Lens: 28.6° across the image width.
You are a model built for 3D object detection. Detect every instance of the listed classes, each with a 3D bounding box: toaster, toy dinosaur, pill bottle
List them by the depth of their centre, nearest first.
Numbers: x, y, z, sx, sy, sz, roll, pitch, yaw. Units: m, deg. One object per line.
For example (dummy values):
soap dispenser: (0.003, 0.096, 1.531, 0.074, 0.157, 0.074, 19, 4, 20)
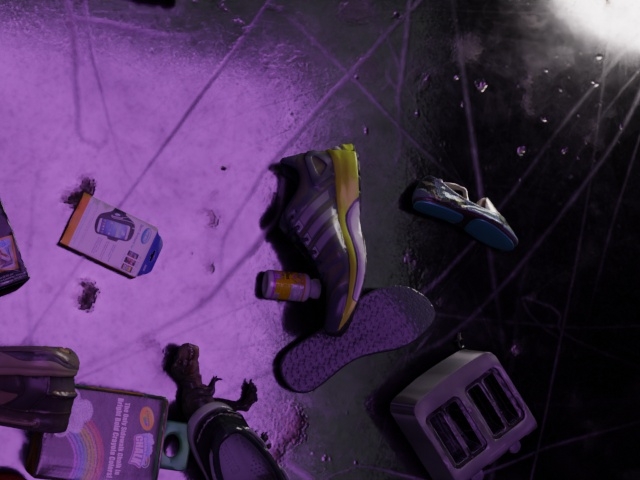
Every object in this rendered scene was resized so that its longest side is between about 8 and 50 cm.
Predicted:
toy dinosaur: (-0.140, 0.269, 1.820, 0.118, 0.064, 0.268, -13, 94, -15)
pill bottle: (-0.043, 0.068, 1.871, 0.083, 0.043, 0.043, 7, 84, -18)
toaster: (0.213, 0.262, 1.902, 0.168, 0.110, 0.186, -33, 96, -18)

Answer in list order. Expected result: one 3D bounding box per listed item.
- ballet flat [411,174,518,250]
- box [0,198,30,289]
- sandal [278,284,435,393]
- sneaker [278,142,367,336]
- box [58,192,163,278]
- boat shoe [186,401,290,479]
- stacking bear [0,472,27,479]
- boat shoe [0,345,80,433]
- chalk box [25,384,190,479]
ballet flat: (0.232, -0.049, 1.961, 0.188, 0.070, 0.070, 26, 78, -17)
box: (-0.485, 0.020, 1.628, 0.163, 0.247, 0.142, -21, 90, -18)
sandal: (0.050, 0.143, 1.897, 0.254, 0.054, 0.097, -25, 86, -8)
sneaker: (0.000, 0.000, 1.852, 0.121, 0.111, 0.300, -1, 67, -6)
box: (-0.297, -0.003, 1.806, 0.136, 0.028, 0.081, 27, 78, -16)
boat shoe: (-0.093, 0.364, 1.763, 0.114, 0.091, 0.302, -38, 118, -14)
stacking bear: (-0.513, 0.349, 1.648, 0.289, 0.175, 0.164, 14, 88, -25)
boat shoe: (-0.483, 0.205, 1.616, 0.355, 0.132, 0.130, -4, 83, 15)
chalk box: (-0.286, 0.272, 1.733, 0.213, 0.132, 0.132, 11, 81, -17)
